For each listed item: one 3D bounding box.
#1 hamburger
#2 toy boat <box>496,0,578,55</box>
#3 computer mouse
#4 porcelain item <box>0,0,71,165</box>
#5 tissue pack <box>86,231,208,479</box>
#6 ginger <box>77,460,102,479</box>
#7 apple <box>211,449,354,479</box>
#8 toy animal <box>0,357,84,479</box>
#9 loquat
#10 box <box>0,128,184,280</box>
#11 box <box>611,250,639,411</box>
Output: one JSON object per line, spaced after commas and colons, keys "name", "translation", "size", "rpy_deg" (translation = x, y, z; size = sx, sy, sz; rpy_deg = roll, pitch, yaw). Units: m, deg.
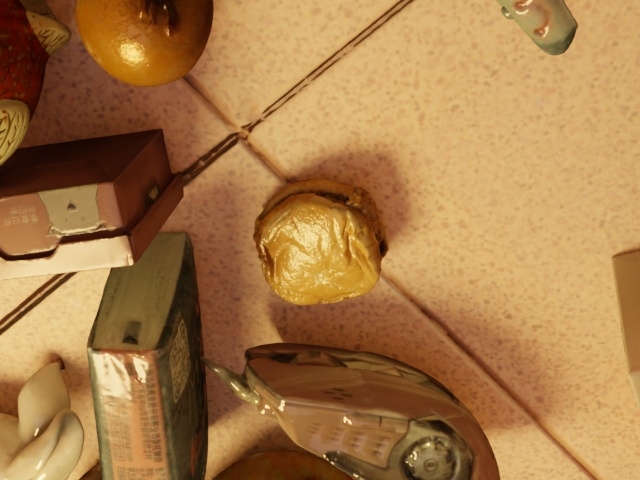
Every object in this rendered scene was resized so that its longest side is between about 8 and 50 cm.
{"name": "hamburger", "translation": [0.000, 0.000, 1.370], "size": [0.147, 0.083, 0.138], "rpy_deg": [-12, 125, 15]}
{"name": "toy boat", "translation": [0.156, -0.259, 1.151], "size": [0.079, 0.134, 0.207], "rpy_deg": [-32, 114, 12]}
{"name": "computer mouse", "translation": [0.049, 0.185, 1.437], "size": [0.389, 0.199, 0.115], "rpy_deg": [27, 101, -13]}
{"name": "porcelain item", "translation": [-0.363, -0.163, 1.246], "size": [0.253, 0.253, 0.253], "rpy_deg": [2, 123, 4]}
{"name": "tissue pack", "translation": [-0.188, 0.178, 1.415], "size": [0.103, 0.228, 0.315], "rpy_deg": [2, 124, 3]}
{"name": "ginger", "translation": [-0.263, 0.441, 1.610], "size": [0.176, 0.256, 0.375], "rpy_deg": [6, 138, 12]}
{"name": "apple", "translation": [-0.044, 0.397, 1.536], "size": [0.264, 0.264, 0.264], "rpy_deg": [2, 123, 4]}
{"name": "toy animal", "translation": [-0.449, 0.257, 1.517], "size": [0.310, 0.183, 0.247], "rpy_deg": [16, 123, -5]}
{"name": "loquat", "translation": [-0.168, -0.221, 1.209], "size": [0.141, 0.141, 0.141], "rpy_deg": [2, 123, 4]}
{"name": "box", "translation": [-0.271, -0.039, 1.294], "size": [0.215, 0.215, 0.086], "rpy_deg": [-6, 109, 10]}
{"name": "box", "translation": [0.436, 0.193, 1.371], "size": [0.143, 0.225, 0.341], "rpy_deg": [-15, 120, 17]}
